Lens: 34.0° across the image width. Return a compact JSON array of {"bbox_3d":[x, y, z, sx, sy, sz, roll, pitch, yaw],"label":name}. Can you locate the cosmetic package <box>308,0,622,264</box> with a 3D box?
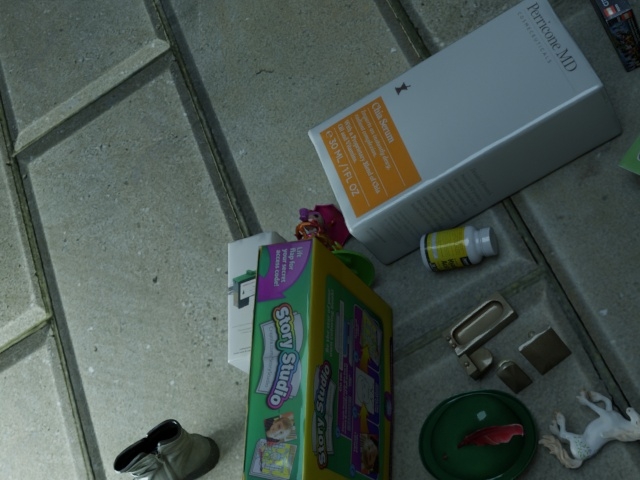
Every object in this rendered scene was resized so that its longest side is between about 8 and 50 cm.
[{"bbox_3d":[0.232,-0.180,1.738,0.453,0.161,0.230,-30,57,12],"label":"cosmetic package"}]

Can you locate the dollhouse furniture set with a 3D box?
[{"bbox_3d":[0.265,0.142,1.593,0.144,0.123,0.151,-39,55,7],"label":"dollhouse furniture set"}]

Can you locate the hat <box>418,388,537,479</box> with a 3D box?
[{"bbox_3d":[0.217,0.246,1.512,0.208,0.183,0.173,-4,51,23],"label":"hat"}]

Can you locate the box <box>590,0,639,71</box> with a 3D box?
[{"bbox_3d":[0.464,-0.411,1.723,0.044,0.159,0.233,-25,58,16],"label":"box"}]

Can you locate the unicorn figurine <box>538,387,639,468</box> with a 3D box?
[{"bbox_3d":[0.402,0.267,1.510,0.162,0.060,0.111,-51,54,18],"label":"unicorn figurine"}]

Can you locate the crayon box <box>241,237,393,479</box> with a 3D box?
[{"bbox_3d":[0.006,0.224,1.577,0.106,0.313,0.363,-9,63,24],"label":"crayon box"}]

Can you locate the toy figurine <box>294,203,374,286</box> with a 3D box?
[{"bbox_3d":[0.000,0.000,1.794,0.130,0.173,0.159,-40,40,27],"label":"toy figurine"}]

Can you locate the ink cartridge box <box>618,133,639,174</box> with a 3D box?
[{"bbox_3d":[0.571,-0.099,1.579,0.209,0.062,0.109,33,85,35],"label":"ink cartridge box"}]

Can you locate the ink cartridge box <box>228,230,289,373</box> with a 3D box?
[{"bbox_3d":[-0.081,0.117,1.767,0.093,0.160,0.219,-14,61,22],"label":"ink cartridge box"}]

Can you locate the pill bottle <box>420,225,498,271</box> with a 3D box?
[{"bbox_3d":[0.227,0.011,1.710,0.116,0.065,0.065,-12,62,24],"label":"pill bottle"}]

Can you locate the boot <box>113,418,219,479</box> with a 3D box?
[{"bbox_3d":[-0.300,0.390,1.755,0.246,0.161,0.083,-41,55,6],"label":"boot"}]
